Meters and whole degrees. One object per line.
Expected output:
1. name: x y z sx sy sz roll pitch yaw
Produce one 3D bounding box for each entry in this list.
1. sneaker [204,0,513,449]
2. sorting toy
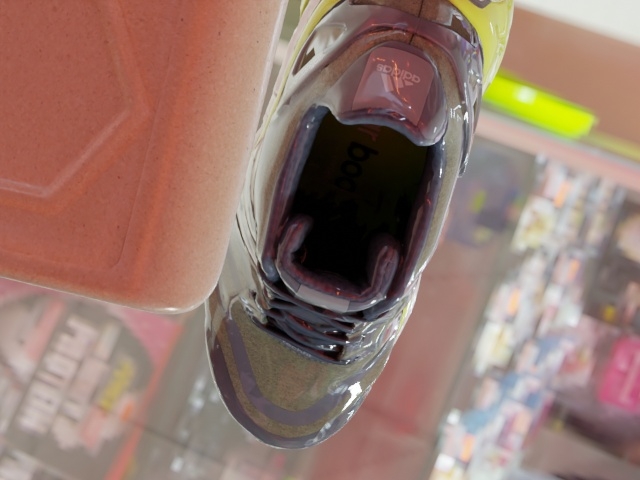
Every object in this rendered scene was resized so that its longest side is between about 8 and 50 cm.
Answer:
1. sneaker: 0.000 0.000 0.898 0.121 0.111 0.300 -73 178 -47
2. sorting toy: -0.111 -0.092 0.589 0.038 0.208 0.193 91 13 -87
